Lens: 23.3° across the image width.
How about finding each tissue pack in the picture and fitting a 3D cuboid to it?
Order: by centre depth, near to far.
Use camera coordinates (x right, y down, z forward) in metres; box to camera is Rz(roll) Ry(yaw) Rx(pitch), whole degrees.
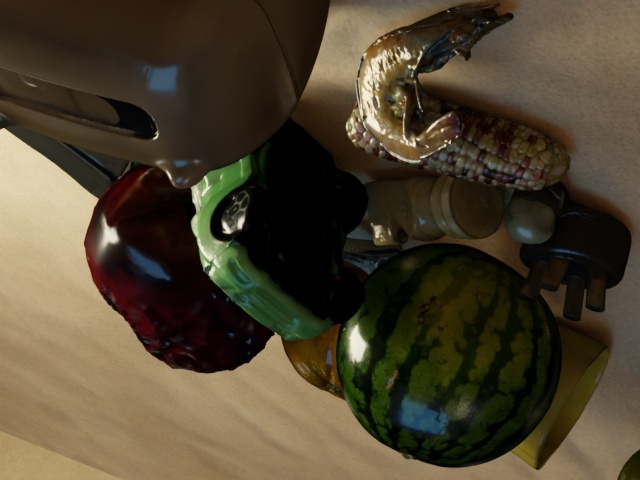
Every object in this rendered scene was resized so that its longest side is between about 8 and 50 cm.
[{"bbox_3d":[-0.206,-0.233,1.612,0.387,0.277,0.267,16,152,19],"label":"tissue pack"}]

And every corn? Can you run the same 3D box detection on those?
[{"bbox_3d":[0.153,-0.109,1.738,0.253,0.086,0.086,18,155,15],"label":"corn"}]

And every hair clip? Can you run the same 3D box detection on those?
[{"bbox_3d":[-0.001,0.000,2.093,0.218,0.071,0.159,18,-163,-15],"label":"hair clip"}]

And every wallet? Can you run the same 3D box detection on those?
[{"bbox_3d":[-0.375,-0.167,2.169,0.247,0.041,0.323,38,158,-5],"label":"wallet"}]

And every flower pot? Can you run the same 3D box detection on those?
[{"bbox_3d":[0.272,0.188,2.125,0.179,0.195,0.195,30,159,20],"label":"flower pot"}]

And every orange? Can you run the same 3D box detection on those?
[{"bbox_3d":[0.054,0.142,2.244,0.240,0.171,0.240,21,155,10],"label":"orange"}]

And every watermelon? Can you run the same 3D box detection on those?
[{"bbox_3d":[0.157,0.141,1.934,0.285,0.285,0.285,21,156,10],"label":"watermelon"}]

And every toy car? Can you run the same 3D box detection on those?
[{"bbox_3d":[-0.067,-0.035,1.892,0.176,0.358,0.213,-29,128,29],"label":"toy car"}]

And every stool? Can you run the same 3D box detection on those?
[{"bbox_3d":[0.279,0.006,1.814,0.125,0.121,0.217,2,152,46],"label":"stool"}]

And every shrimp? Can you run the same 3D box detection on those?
[{"bbox_3d":[0.122,-0.169,1.626,0.251,0.052,0.143,-28,78,56],"label":"shrimp"}]

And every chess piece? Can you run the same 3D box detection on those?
[{"bbox_3d":[0.127,-0.041,1.912,0.090,0.090,0.200,40,156,-29],"label":"chess piece"}]

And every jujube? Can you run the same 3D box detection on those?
[{"bbox_3d":[-0.184,0.039,2.200,0.258,0.258,0.376,15,159,23],"label":"jujube"}]

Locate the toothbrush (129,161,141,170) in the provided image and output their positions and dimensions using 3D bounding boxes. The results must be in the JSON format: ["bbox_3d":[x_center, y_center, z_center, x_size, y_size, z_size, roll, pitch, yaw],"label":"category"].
[{"bbox_3d":[-0.255,-0.098,2.227,0.042,0.040,0.418,63,166,17],"label":"toothbrush"}]

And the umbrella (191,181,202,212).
[{"bbox_3d":[-0.155,-0.088,2.056,0.067,0.143,0.062,-42,143,20],"label":"umbrella"}]

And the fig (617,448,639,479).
[{"bbox_3d":[0.544,0.390,2.261,0.195,0.195,0.245,2,167,43],"label":"fig"}]
